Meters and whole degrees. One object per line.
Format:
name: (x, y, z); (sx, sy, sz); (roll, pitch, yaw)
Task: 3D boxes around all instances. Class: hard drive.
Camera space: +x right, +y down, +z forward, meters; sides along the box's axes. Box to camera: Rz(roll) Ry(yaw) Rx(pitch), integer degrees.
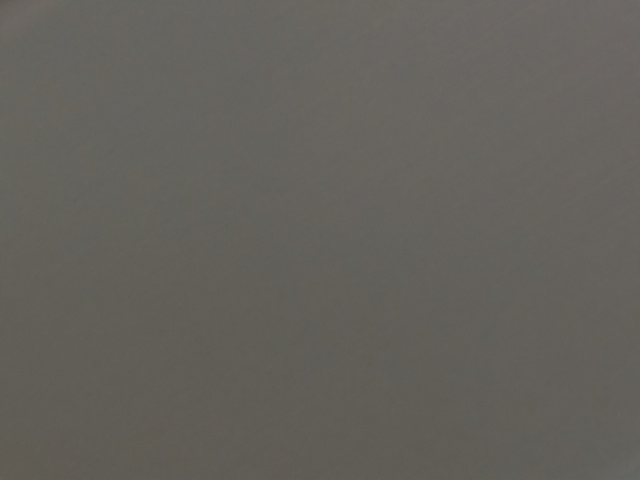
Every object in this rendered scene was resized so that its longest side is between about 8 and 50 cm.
hard drive: (0.000, 0.000, 0.438); (0.353, 0.047, 0.233); (-33, -115, 5)
